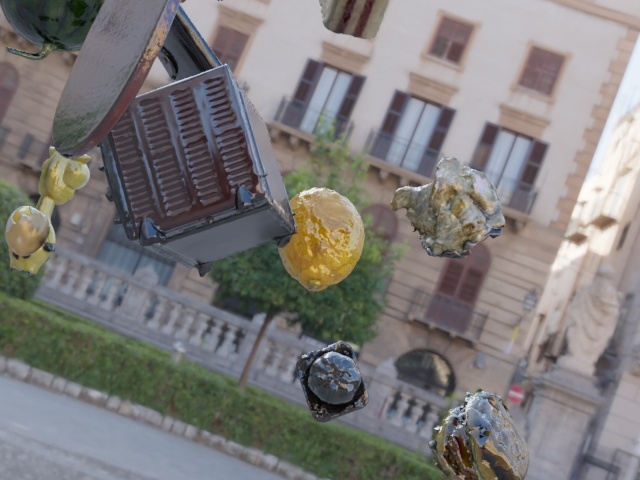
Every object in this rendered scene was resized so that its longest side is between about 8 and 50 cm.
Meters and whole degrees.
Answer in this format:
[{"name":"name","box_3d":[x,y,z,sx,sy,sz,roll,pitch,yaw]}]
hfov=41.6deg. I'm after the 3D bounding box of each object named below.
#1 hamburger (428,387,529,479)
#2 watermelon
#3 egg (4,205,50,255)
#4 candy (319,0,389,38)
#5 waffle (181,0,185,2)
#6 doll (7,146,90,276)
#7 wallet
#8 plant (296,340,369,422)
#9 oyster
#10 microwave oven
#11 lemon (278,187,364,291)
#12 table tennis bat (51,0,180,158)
[{"name":"hamburger","box_3d":[0.302,0.369,1.497,0.130,0.206,0.183,-30,-89,39]},{"name":"watermelon","box_3d":[-0.391,-0.370,1.278,0.188,0.214,0.188,6,-7,1]},{"name":"egg","box_3d":[-0.501,-0.014,1.435,0.071,0.083,0.071,13,-29,7]},{"name":"candy","box_3d":[0.077,-0.594,1.871,0.135,0.179,0.320,8,37,-14]},{"name":"waffle","box_3d":[-0.205,-0.357,0.954,0.038,0.191,0.191,-25,-38,36]},{"name":"doll","box_3d":[-0.541,-0.069,1.672,0.117,0.291,0.086,13,-15,21]},{"name":"wallet","box_3d":[-0.265,-0.361,1.615,0.172,0.045,0.318,4,-46,54]},{"name":"plant","box_3d":[0.028,0.331,1.954,0.142,0.164,0.256,-18,-18,-3]},{"name":"oyster","box_3d":[0.178,-0.050,1.258,0.191,0.163,0.081,-7,-31,43]},{"name":"microwave oven","box_3d":[-0.149,-0.073,1.043,0.188,0.178,0.247,-21,-12,3]},{"name":"lemon","box_3d":[0.000,0.000,1.348,0.142,0.187,0.142,4,-34,3]},{"name":"table tennis bat","box_3d":[-0.144,-0.204,0.676,0.022,0.301,0.173,27,-8,-33]}]
